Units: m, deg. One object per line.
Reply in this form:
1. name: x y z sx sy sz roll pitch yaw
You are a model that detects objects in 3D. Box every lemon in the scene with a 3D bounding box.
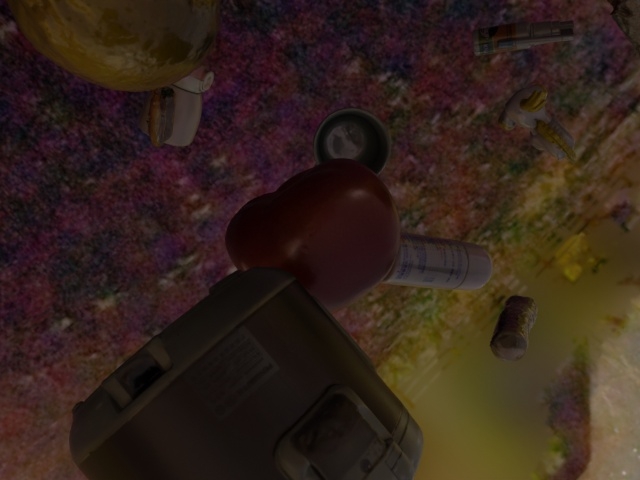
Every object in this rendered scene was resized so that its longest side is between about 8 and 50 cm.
1. lemon: -0.287 -0.346 0.877 0.316 0.285 0.286 6 127 -42

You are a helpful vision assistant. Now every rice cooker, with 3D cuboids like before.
1. rice cooker: -0.065 0.228 0.707 0.335 0.325 0.335 -40 176 -3

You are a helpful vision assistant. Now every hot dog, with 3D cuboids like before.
1. hot dog: -0.373 -0.289 1.458 0.072 0.055 0.188 -56 176 -37

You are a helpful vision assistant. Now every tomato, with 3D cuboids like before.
1. tomato: 0.000 0.000 1.044 0.298 0.227 0.298 -27 -172 4

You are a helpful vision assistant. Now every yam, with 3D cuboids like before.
1. yam: 0.415 0.180 1.335 0.081 0.081 0.356 -54 168 19

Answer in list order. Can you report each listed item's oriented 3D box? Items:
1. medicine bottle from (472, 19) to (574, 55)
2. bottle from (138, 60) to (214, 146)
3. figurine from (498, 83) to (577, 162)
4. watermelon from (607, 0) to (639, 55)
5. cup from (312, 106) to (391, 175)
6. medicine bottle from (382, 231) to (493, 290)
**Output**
1. medicine bottle: 0.461 -0.463 1.432 0.092 0.220 0.061 -67 148 -52
2. bottle: -0.360 -0.374 1.602 0.147 0.147 0.237 -10 131 -59
3. figurine: 0.432 -0.217 1.217 0.109 0.178 0.130 -39 -169 7
4. watermelon: 0.657 -0.460 1.211 0.151 0.302 0.264 -32 -152 40
5. cup: 0.041 -0.218 1.599 0.258 0.186 0.234 -41 -170 4
6. medicine bottle: 0.289 0.055 1.571 0.340 0.130 0.130 6 130 -31
